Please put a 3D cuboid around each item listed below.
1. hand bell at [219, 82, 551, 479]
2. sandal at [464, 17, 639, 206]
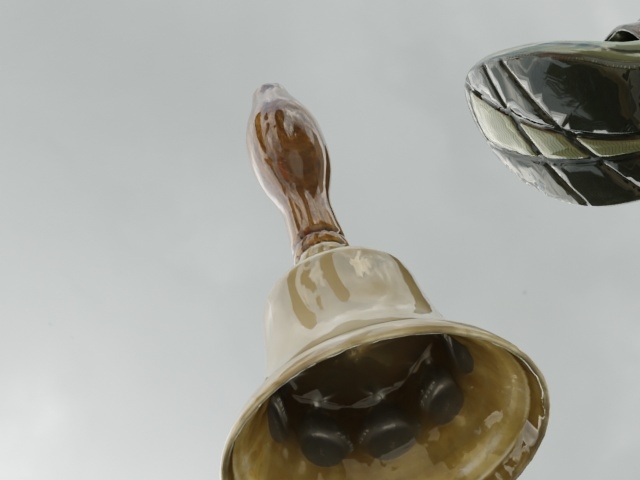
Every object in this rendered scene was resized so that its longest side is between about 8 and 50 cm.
[{"bbox_3d":[0.000,0.000,0.506,0.126,0.242,0.126,-8,-48,-9],"label":"hand bell"},{"bbox_3d":[0.233,-0.096,0.735,0.086,0.302,0.120,-47,-59,-43],"label":"sandal"}]
